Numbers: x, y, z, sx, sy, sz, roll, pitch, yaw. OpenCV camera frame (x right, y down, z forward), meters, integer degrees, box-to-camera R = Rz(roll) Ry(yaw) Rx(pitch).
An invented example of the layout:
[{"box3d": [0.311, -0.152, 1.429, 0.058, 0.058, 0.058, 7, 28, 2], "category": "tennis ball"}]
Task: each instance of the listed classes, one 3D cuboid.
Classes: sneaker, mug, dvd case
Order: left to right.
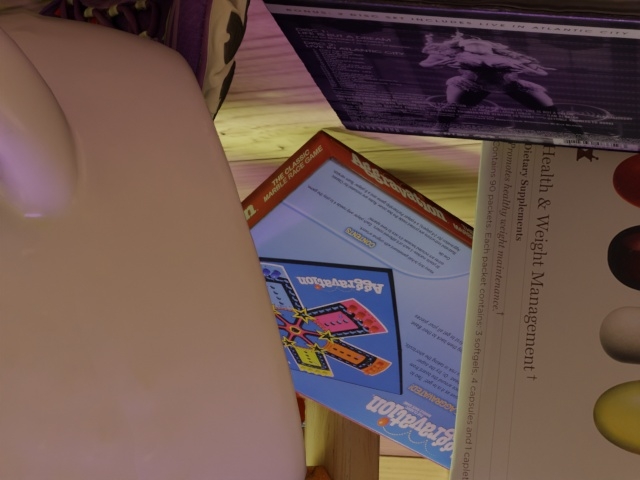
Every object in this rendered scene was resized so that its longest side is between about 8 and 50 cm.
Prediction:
[{"box3d": [-0.184, 0.034, 0.635, 0.328, 0.276, 0.374, -17, 153, -7], "category": "mug"}, {"box3d": [-0.080, -0.080, 0.785, 0.071, 0.068, 0.170, 17, 167, -24], "category": "sneaker"}, {"box3d": [0.074, -0.076, 0.844, 0.164, 0.018, 0.221, 5, 171, 11], "category": "dvd case"}]

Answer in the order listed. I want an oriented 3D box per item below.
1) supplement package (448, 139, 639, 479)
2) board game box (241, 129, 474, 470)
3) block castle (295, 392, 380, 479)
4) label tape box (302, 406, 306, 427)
[{"box3d": [0.183, 0.053, 0.995, 0.203, 0.194, 0.149, 3, 170, 12], "category": "supplement package"}, {"box3d": [0.047, 0.047, 1.135, 0.145, 0.027, 0.281, -42, 132, 19], "category": "board game box"}, {"box3d": [-0.183, 0.103, 1.385, 0.453, 0.213, 0.303, -4, 171, 43], "category": "block castle"}, {"box3d": [-0.038, 0.101, 1.655, 0.348, 0.115, 0.249, -3, 167, 32], "category": "label tape box"}]
